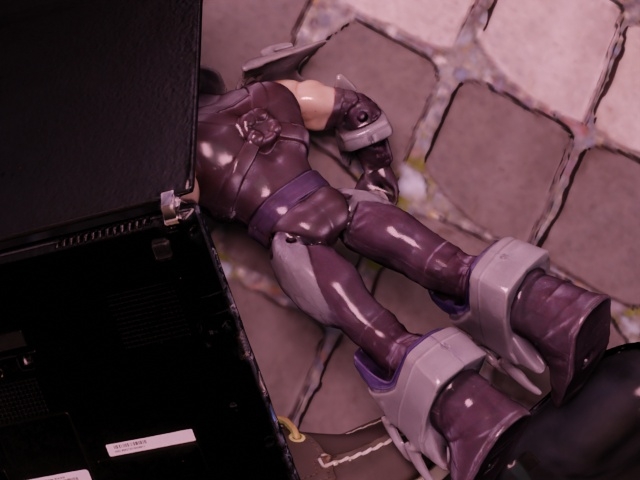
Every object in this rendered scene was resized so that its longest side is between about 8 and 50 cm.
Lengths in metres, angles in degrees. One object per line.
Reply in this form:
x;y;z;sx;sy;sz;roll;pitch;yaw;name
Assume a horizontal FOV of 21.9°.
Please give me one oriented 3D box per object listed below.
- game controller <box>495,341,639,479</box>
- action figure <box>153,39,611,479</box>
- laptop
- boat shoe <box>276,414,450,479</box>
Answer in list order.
0.224;0.198;0.868;0.319;0.067;0.166;43;103;-6;game controller
0.000;0.000;0.831;0.285;0.099;0.185;40;62;21;action figure
-0.134;0.019;0.791;0.234;0.136;0.264;-13;108;19;laptop
-0.035;0.128;0.829;0.227;0.081;0.069;-24;92;-15;boat shoe
